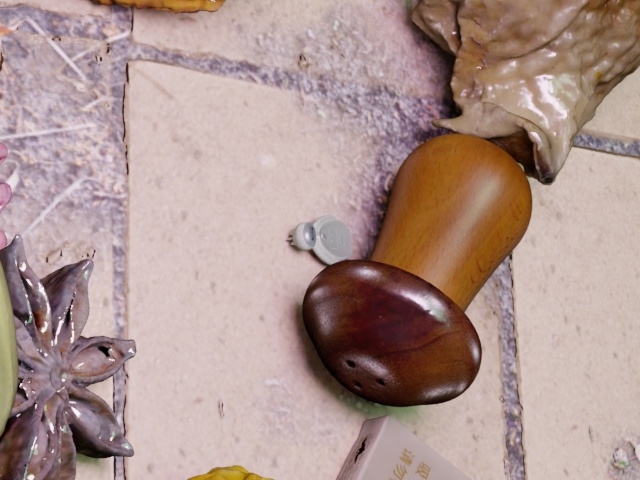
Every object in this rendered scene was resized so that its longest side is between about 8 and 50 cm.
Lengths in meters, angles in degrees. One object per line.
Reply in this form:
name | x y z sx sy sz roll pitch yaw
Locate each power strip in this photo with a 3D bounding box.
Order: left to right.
power strip | 0.000 0.000 1.691 0.083 0.035 0.055 9 72 -47

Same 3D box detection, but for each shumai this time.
shumai | 0.262 -0.185 1.773 0.314 0.267 0.262 1 74 -29

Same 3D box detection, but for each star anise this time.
star anise | -0.265 0.126 1.408 0.223 0.109 0.235 31 54 -59

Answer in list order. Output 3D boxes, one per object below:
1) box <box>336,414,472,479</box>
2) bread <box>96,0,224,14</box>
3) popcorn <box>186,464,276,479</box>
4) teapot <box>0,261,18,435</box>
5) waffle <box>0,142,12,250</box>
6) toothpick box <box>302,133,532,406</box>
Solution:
box | 0.149 0.369 1.672 0.365 0.051 0.204 40 57 -20
bread | -0.154 -0.380 1.486 0.398 0.398 0.215 19 58 -30
popcorn | -0.082 0.299 1.474 0.198 0.156 0.197 -6 100 -38
teapot | -0.412 0.101 1.246 0.322 0.239 0.239 -28 111 -26
waffle | -0.380 -0.025 1.410 0.221 0.055 0.234 22 66 -28
toothpick box | 0.106 0.033 1.655 0.192 0.192 0.294 43 53 -18
